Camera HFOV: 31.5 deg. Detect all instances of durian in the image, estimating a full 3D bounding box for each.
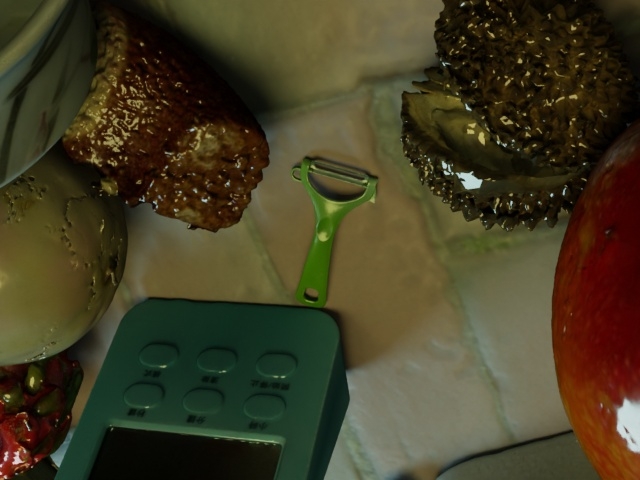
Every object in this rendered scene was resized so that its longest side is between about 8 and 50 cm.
[{"bbox_3d":[0.159,-0.101,0.837,0.196,0.167,0.196,1,149,0],"label":"durian"}]

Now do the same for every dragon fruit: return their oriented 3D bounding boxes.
[{"bbox_3d":[-0.311,0.136,1.116,0.160,0.172,0.166,-21,114,19],"label":"dragon fruit"}]

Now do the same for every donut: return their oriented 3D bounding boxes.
[{"bbox_3d":[-0.141,-0.107,0.935,0.126,0.144,0.187,-51,58,31],"label":"donut"}]

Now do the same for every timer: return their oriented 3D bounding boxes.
[{"bbox_3d":[-0.106,0.170,1.036,0.231,0.250,0.091,3,127,13],"label":"timer"}]

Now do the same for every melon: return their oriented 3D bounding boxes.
[{"bbox_3d":[-0.316,-0.004,0.984,0.316,0.223,0.223,8,127,19],"label":"melon"}]

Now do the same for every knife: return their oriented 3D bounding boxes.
[{"bbox_3d":[-0.001,0.001,1.027,0.078,0.023,0.166,19,128,8],"label":"knife"}]

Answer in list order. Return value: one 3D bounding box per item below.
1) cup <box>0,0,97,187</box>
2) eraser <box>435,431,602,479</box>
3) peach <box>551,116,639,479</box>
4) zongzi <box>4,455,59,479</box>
[{"bbox_3d":[-0.306,-0.146,0.841,0.347,0.347,0.163,2,146,15],"label":"cup"},{"bbox_3d":[0.294,0.339,1.115,0.331,0.150,0.331,8,124,11],"label":"eraser"},{"bbox_3d":[0.333,0.048,0.744,0.388,0.388,0.388,8,127,10],"label":"peach"},{"bbox_3d":[-0.522,0.217,1.242,0.356,0.174,0.393,-27,114,34],"label":"zongzi"}]
